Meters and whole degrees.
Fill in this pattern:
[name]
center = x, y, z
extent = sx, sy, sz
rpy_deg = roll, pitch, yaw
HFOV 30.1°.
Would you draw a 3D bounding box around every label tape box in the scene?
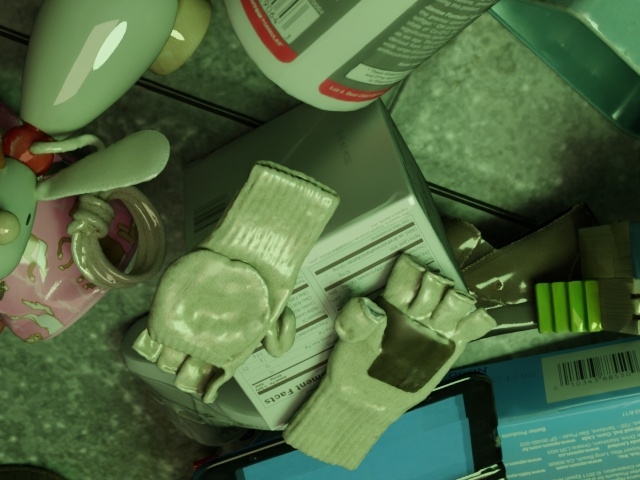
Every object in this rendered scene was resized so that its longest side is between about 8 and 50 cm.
[label tape box]
center = 0.282, 0.288, 1.317
extent = 0.249, 0.115, 0.348
rpy_deg = -13, 121, 11

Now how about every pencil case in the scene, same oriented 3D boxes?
[pencil case]
center = -0.336, -0.073, 1.030
extent = 0.167, 0.160, 0.386
rpy_deg = -31, 120, 32

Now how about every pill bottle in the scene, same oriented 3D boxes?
[pill bottle]
center = 0.080, -0.249, 0.913
extent = 0.176, 0.176, 0.318
rpy_deg = 33, 136, -23

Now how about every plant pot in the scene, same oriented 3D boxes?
[plant pot]
center = 0.311, -0.231, 0.990
extent = 0.247, 0.247, 0.252
rpy_deg = 35, 96, -23

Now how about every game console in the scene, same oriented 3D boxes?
[game console]
center = 0.057, 0.292, 1.125
extent = 0.293, 0.173, 0.250
rpy_deg = -19, 77, -3

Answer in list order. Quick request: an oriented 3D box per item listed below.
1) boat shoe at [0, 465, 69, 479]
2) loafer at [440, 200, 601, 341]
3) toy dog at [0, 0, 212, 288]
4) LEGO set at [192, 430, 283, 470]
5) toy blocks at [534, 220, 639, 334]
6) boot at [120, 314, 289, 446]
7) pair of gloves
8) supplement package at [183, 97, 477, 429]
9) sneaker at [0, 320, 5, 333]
[boat shoe]
center = -0.352, 0.287, 1.287
extent = 0.189, 0.068, 0.072
rpy_deg = 5, 131, 0
[loafer]
center = 0.122, 0.041, 1.191
extent = 0.365, 0.134, 0.130
rpy_deg = -12, 89, -7
[toy dog]
center = -0.183, -0.127, 0.948
extent = 0.220, 0.161, 0.334
rpy_deg = 10, 79, -32
[LEGO set]
center = -0.058, 0.265, 1.330
extent = 0.244, 0.060, 0.182
rpy_deg = 27, 109, -30
[toy blocks]
center = 0.400, 0.021, 1.018
extent = 0.381, 0.261, 0.191
rpy_deg = -4, 89, -4
[boot]
center = -0.081, 0.151, 1.164
extent = 0.095, 0.258, 0.123
rpy_deg = -47, 130, -25
[pair of gloves]
center = -0.009, 0.070, 0.917
extent = 0.240, 0.042, 0.204
rpy_deg = 33, 111, -21
[supplement package]
center = 0.000, 0.000, 1.054
extent = 0.204, 0.262, 0.145
rpy_deg = -27, 118, 9
[sneaker]
center = -0.405, 0.137, 1.170
extent = 0.276, 0.098, 0.135
rpy_deg = -29, 118, 11
